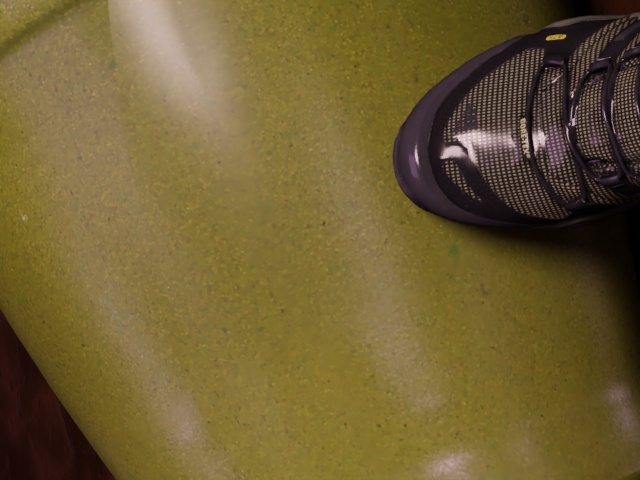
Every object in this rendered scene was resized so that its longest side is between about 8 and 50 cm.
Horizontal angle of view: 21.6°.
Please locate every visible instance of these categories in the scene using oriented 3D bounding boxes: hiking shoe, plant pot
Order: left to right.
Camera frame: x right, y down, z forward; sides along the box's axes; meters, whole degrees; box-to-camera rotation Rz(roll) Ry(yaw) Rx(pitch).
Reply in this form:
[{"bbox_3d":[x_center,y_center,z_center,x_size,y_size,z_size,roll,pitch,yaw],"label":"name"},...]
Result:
[{"bbox_3d":[0.000,0.000,0.829,0.353,0.366,0.366,66,149,12],"label":"plant pot"},{"bbox_3d":[0.133,-0.058,0.631,0.114,0.227,0.086,17,-119,-77],"label":"hiking shoe"}]
